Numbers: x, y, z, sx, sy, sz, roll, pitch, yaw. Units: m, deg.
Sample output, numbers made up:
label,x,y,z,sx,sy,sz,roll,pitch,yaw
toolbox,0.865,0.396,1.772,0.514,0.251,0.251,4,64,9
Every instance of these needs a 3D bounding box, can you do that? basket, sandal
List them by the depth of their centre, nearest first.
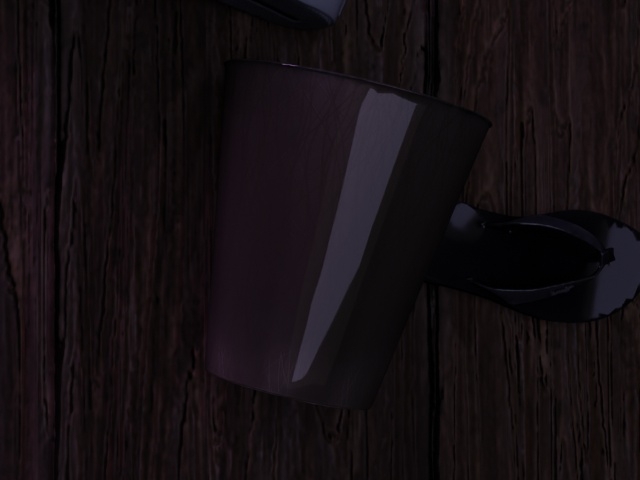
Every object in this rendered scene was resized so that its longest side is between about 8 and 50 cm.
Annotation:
label,x,y,z,sx,sy,sz,roll,pitch,yaw
basket,0.000,0.000,0.889,0.204,0.154,0.227,14,89,6
sandal,0.165,0.015,0.989,0.254,0.054,0.097,7,86,-18

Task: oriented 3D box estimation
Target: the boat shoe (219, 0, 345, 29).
label,x,y,z,sx,sy,sz,roll,pitch,yaw
boat shoe,-0.098,-0.244,0.861,0.302,0.109,0.094,20,78,-43
